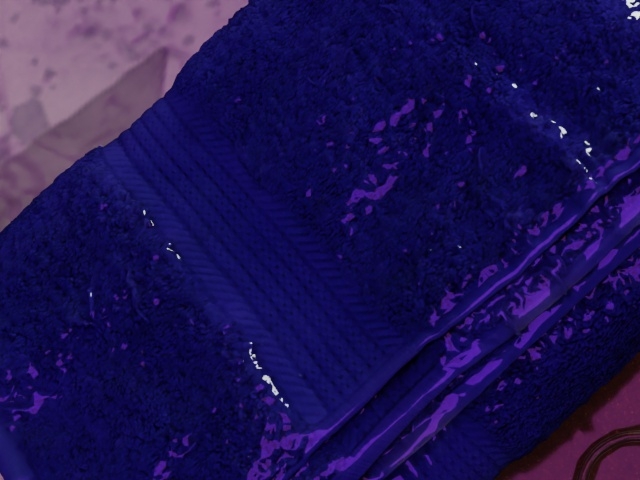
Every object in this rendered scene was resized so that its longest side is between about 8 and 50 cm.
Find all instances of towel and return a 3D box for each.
[{"bbox_3d":[0.000,0.000,0.491,0.308,0.076,0.227,-43,62,1],"label":"towel"}]

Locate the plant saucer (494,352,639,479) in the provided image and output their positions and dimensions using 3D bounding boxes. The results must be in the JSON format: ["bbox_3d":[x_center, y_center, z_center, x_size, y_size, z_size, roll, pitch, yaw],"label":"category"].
[{"bbox_3d":[0.119,0.096,0.479,0.168,0.029,0.168,-3,75,11],"label":"plant saucer"}]
